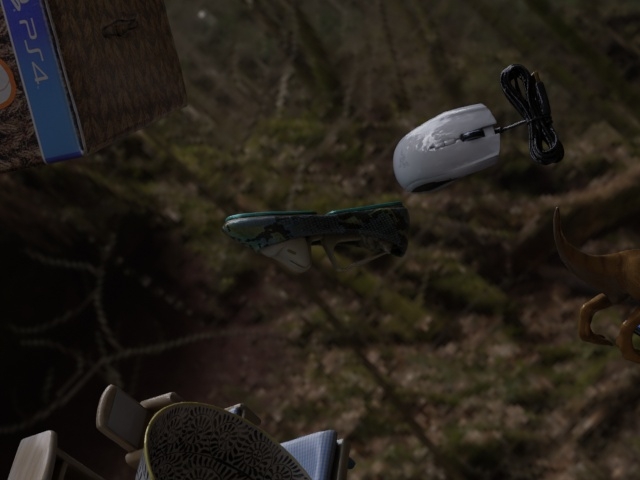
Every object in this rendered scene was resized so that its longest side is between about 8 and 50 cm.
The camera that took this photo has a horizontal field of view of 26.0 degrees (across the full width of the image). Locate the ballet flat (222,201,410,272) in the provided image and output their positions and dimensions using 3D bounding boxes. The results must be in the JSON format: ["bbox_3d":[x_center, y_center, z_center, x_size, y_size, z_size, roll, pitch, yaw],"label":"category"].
[{"bbox_3d":[0.000,0.000,1.350,0.188,0.070,0.070,-6,-9,-12],"label":"ballet flat"}]

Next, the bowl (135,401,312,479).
[{"bbox_3d":[-0.079,0.209,1.025,0.080,0.170,0.170,-51,-1,23],"label":"bowl"}]

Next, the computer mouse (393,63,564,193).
[{"bbox_3d":[0.142,-0.096,1.367,0.193,0.106,0.042,-23,-13,35],"label":"computer mouse"}]

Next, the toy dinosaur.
[{"bbox_3d":[0.230,0.031,1.054,0.064,0.212,0.112,39,117,57],"label":"toy dinosaur"}]

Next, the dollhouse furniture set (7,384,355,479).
[{"bbox_3d":[-0.115,0.218,1.301,0.303,0.198,0.286,-21,42,33],"label":"dollhouse furniture set"}]

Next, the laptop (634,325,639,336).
[{"bbox_3d":[0.428,0.022,1.201,0.234,0.136,0.264,-31,-19,-17],"label":"laptop"}]

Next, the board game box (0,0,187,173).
[{"bbox_3d":[-0.268,-0.114,0.931,0.291,0.141,0.232,-11,11,13],"label":"board game box"}]
